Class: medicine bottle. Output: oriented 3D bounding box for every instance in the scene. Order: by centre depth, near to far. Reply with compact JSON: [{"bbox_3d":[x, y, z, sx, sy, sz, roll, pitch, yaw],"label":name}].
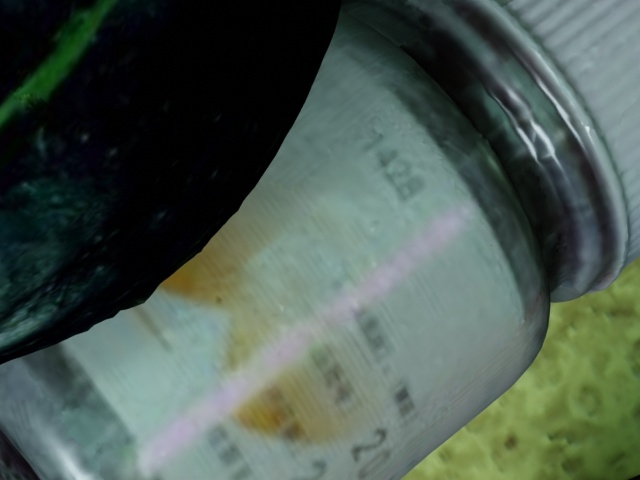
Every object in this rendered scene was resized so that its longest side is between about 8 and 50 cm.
[{"bbox_3d":[0.000,0.000,0.667,0.273,0.165,0.165,-38,95,-17],"label":"medicine bottle"}]

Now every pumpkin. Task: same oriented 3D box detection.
[{"bbox_3d":[-0.136,-0.096,0.483,0.238,0.315,0.315,-37,95,9],"label":"pumpkin"}]

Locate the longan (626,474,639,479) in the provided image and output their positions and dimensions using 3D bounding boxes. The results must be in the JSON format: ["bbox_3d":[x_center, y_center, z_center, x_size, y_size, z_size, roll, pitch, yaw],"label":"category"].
[{"bbox_3d":[0.171,0.215,0.639,0.297,0.297,0.297,2,82,-17],"label":"longan"}]
